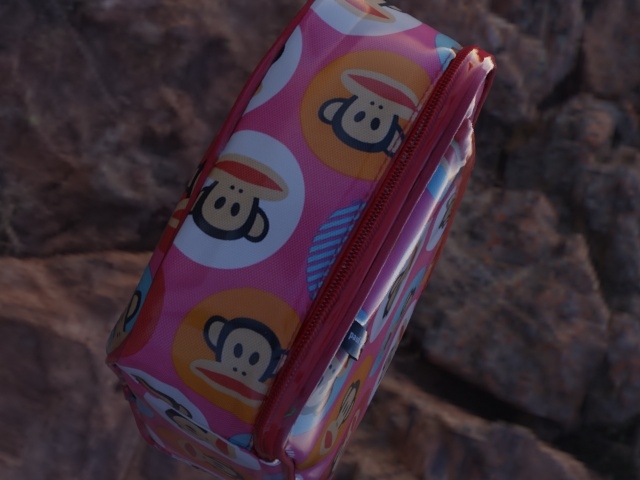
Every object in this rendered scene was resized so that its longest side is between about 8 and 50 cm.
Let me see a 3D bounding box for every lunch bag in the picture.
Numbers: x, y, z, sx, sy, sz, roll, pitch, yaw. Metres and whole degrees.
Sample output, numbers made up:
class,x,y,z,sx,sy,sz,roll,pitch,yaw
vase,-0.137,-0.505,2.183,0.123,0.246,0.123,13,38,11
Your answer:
class,x,y,z,sx,sy,sz,roll,pitch,yaw
lunch bag,0.000,0.000,0.751,0.258,0.120,0.293,-62,173,-16
